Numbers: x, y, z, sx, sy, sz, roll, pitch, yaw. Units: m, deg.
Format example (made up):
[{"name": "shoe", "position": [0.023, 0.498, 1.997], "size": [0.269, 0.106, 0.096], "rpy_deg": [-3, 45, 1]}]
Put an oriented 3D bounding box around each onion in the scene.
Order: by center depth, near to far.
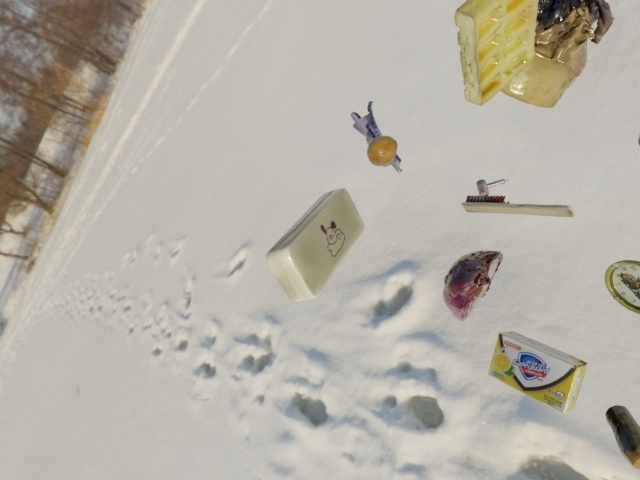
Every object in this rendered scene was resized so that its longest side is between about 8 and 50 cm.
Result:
[{"name": "onion", "position": [0.425, 0.108, 1.279], "size": [0.120, 0.283, 0.227], "rpy_deg": [30, 83, 22]}]

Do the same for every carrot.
[{"name": "carrot", "position": [0.893, 0.568, 1.294], "size": [0.082, 0.082, 0.173], "rpy_deg": [-49, 14, 26]}]

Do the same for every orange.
[{"name": "orange", "position": [0.158, -0.231, 1.146], "size": [0.085, 0.085, 0.084], "rpy_deg": [-36, 42, 40]}]

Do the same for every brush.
[{"name": "brush", "position": [0.588, -0.106, 1.352], "size": [0.321, 0.060, 0.050], "rpy_deg": [9, 67, 44]}]

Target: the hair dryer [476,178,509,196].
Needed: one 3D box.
[{"name": "hair dryer", "position": [0.645, -0.205, 1.668], "size": [0.115, 0.037, 0.063], "rpy_deg": [-17, 57, 21]}]

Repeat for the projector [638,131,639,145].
[{"name": "projector", "position": [1.156, -0.461, 1.507], "size": [0.108, 0.108, 0.337], "rpy_deg": [-8, 52, 55]}]

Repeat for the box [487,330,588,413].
[{"name": "box", "position": [0.709, 0.424, 1.477], "size": [0.265, 0.097, 0.168], "rpy_deg": [24, 107, 46]}]

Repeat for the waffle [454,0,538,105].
[{"name": "waffle", "position": [0.363, -0.412, 0.910], "size": [0.168, 0.274, 0.057], "rpy_deg": [-40, 59, 1]}]

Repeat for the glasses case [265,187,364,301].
[{"name": "glasses case", "position": [0.000, 0.000, 1.031], "size": [0.070, 0.131, 0.313], "rpy_deg": [-15, 22, 36]}]

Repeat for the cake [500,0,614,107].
[{"name": "cake", "position": [0.650, -0.601, 1.321], "size": [0.332, 0.333, 0.321], "rpy_deg": [-102, 29, -45]}]

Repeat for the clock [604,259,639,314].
[{"name": "clock", "position": [1.162, 0.164, 1.621], "size": [0.057, 0.236, 0.237], "rpy_deg": [-29, 23, -21]}]

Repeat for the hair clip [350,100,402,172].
[{"name": "hair clip", "position": [0.180, -0.328, 1.471], "size": [0.091, 0.137, 0.278], "rpy_deg": [-23, 65, 5]}]
